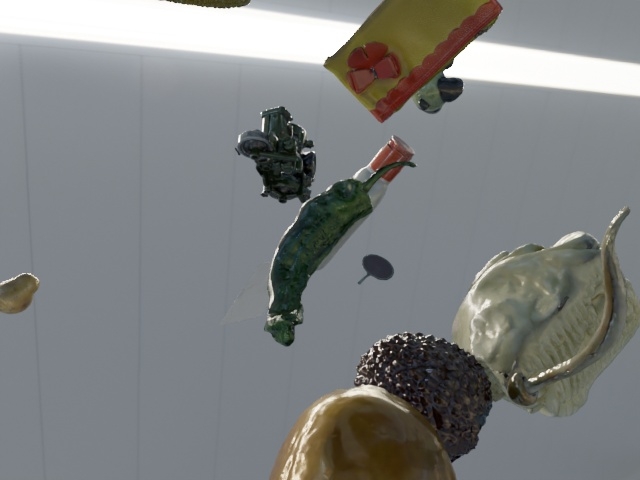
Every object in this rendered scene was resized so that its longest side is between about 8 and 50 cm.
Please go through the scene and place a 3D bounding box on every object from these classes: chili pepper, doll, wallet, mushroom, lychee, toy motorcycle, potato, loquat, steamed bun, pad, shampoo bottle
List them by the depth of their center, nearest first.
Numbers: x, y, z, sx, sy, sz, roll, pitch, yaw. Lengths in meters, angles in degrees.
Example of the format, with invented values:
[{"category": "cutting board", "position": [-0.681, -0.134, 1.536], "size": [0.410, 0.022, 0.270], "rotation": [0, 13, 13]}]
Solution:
[{"category": "loquat", "position": [0.038, 0.264, 0.548], "size": [0.193, 0.238, 0.238], "rotation": [-4, -65, -1]}, {"category": "mushroom", "position": [0.291, 0.099, 0.633], "size": [0.043, 0.068, 0.306], "rotation": [-59, -12, -48]}, {"category": "chili pepper", "position": [0.000, 0.000, 0.645], "size": [0.065, 0.122, 0.279], "rotation": [51, -124, -31]}, {"category": "lychee", "position": [0.130, 0.204, 0.743], "size": [0.188, 0.188, 0.188], "rotation": [-14, -63, -30]}, {"category": "wallet", "position": [0.129, -0.293, 0.820], "size": [0.141, 0.067, 0.241], "rotation": [46, -61, -6]}, {"category": "shampoo bottle", "position": [0.050, -0.055, 0.820], "size": [0.051, 0.108, 0.221], "rotation": [36, -68, -8]}, {"category": "potato", "position": [-0.553, 0.095, 1.025], "size": [0.068, 0.062, 0.083], "rotation": [33, -108, 3]}, {"category": "steamed bun", "position": [0.382, 0.136, 1.035], "size": [0.394, 0.237, 0.346], "rotation": [-8, -69, -33]}, {"category": "toy motorcycle", "position": [-0.077, -0.196, 1.223], "size": [0.275, 0.127, 0.205], "rotation": [61, -152, -60]}, {"category": "pad", "position": [-0.153, 0.130, 1.447], "size": [0.156, 0.004, 0.232], "rotation": [-4, -43, -51]}, {"category": "doll", "position": [0.315, -0.482, 1.654], "size": [0.135, 0.143, 0.234], "rotation": [1, -113, -34]}]

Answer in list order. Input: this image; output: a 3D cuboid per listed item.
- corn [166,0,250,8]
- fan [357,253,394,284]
[{"category": "corn", "position": [-0.277, -0.465, 0.987], "size": [0.320, 0.097, 0.097], "rotation": [1, -71, -20]}, {"category": "fan", "position": [0.126, 0.074, 1.356], "size": [0.133, 0.085, 0.005], "rotation": [-34, -25, -46]}]
